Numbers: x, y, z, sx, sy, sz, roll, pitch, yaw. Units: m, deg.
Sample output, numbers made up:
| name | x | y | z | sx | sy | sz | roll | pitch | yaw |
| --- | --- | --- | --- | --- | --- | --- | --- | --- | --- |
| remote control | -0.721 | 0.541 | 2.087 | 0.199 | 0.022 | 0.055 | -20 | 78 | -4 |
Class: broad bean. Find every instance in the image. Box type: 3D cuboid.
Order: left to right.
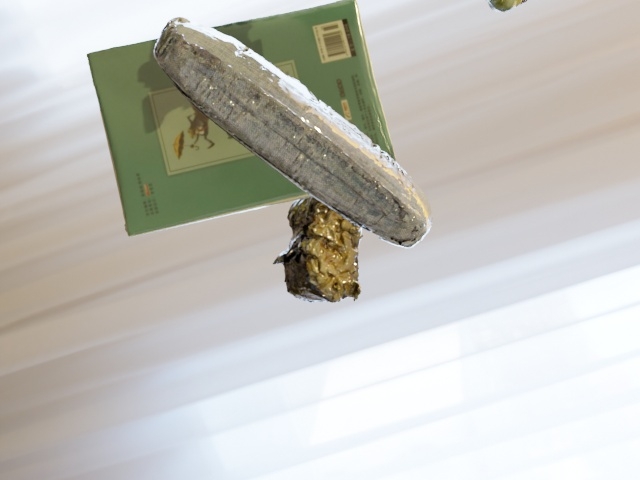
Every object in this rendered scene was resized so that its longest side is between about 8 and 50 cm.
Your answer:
| name | x | y | z | sx | sy | sz | roll | pitch | yaw |
| --- | --- | --- | --- | --- | --- | --- | --- | --- | --- |
| broad bean | 0.275 | -0.426 | 1.282 | 0.256 | 0.053 | 0.052 | 7 | 74 | -54 |

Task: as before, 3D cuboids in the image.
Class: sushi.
| name | x | y | z | sx | sy | sz | roll | pitch | yaw |
| --- | --- | --- | --- | --- | --- | --- | --- | --- | --- |
| sushi | 0.000 | 0.000 | 1.350 | 0.115 | 0.147 | 0.212 | 164 | -63 | -67 |

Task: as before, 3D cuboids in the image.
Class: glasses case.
| name | x | y | z | sx | sy | sz | roll | pitch | yaw |
| --- | --- | --- | --- | --- | --- | --- | --- | --- | --- |
| glasses case | -0.019 | -0.092 | 0.667 | 0.282 | 0.067 | 0.109 | 38 | 18 | -9 |

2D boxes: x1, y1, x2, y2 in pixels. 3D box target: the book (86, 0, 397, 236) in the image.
| name | x | y | z | sx | sy | sz | roll | pitch | yaw |
| --- | --- | --- | --- | --- | --- | --- | --- | --- | --- |
| book | -0.105 | -0.170 | 1.052 | 0.031 | 0.380 | 0.264 | 114 | -37 | -83 |
